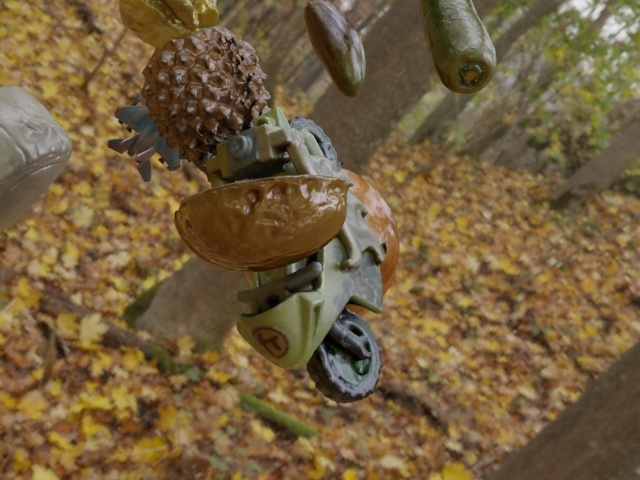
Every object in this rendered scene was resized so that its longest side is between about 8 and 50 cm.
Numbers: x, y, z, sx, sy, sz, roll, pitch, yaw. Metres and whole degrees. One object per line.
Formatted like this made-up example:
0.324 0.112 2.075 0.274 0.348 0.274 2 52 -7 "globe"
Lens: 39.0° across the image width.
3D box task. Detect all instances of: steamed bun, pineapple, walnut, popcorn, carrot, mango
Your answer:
-0.696 -0.138 1.779 0.247 0.383 0.236 49 -3 5 "steamed bun"
-0.158 -0.181 1.550 0.223 0.223 0.357 16 41 -60 "pineapple"
-0.062 -0.011 1.041 0.167 0.211 0.087 70 10 -72 "walnut"
-0.317 -0.495 1.873 0.253 0.190 0.191 53 19 -66 "popcorn"
0.158 -0.304 1.141 0.074 0.074 0.358 37 31 -32 "carrot"
0.041 -0.455 2.124 0.267 0.111 0.133 67 9 20 "mango"

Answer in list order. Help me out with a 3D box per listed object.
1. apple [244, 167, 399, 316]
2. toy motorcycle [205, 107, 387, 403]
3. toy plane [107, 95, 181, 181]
0.000 0.000 1.651 0.299 0.299 0.275 42 43 -20 "apple"
-0.026 0.011 1.202 0.237 0.169 0.410 17 57 -53 "toy motorcycle"
-0.381 -0.311 2.274 0.223 0.326 0.104 43 -1 6 "toy plane"
